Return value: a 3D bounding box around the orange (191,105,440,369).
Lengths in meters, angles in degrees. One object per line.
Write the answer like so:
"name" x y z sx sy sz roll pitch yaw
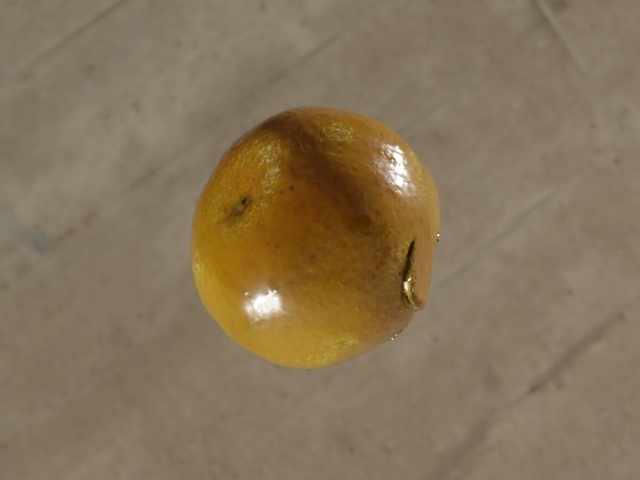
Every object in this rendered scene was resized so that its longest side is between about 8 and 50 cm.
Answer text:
"orange" 0.000 0.000 1.124 0.155 0.134 0.154 -22 -125 34
